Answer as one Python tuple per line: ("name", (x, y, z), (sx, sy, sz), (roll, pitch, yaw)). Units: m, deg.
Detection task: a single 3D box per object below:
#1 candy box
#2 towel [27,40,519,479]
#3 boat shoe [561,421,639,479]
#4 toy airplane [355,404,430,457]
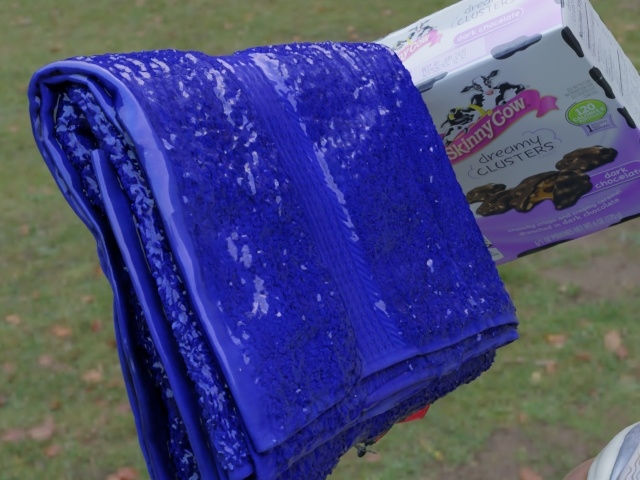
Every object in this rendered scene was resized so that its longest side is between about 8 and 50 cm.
("candy box", (0.136, -0.079, 0.899), (0.165, 0.196, 0.070), (-21, 46, 29))
("towel", (0.000, 0.000, 0.686), (0.076, 0.227, 0.308), (-19, -1, 31))
("boat shoe", (0.190, 0.143, 0.620), (0.116, 0.123, 0.324), (-37, -32, 31))
("toy airplane", (0.062, 0.082, 0.897), (0.028, 0.151, 0.151), (31, 24, -5))
